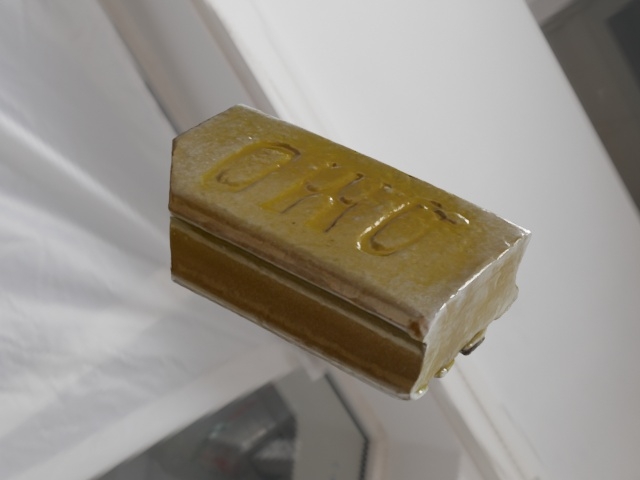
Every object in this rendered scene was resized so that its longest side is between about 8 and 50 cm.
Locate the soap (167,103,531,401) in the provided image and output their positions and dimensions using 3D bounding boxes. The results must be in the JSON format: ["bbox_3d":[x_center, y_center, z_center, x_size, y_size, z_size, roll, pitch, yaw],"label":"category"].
[{"bbox_3d":[0.000,0.000,0.853,0.232,0.073,0.140,26,-144,25],"label":"soap"}]
